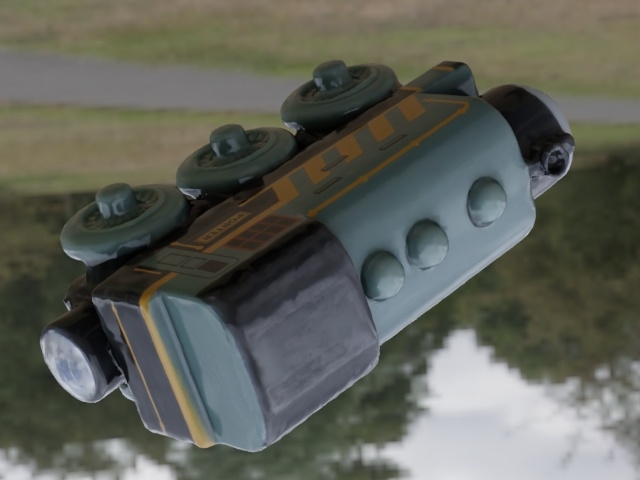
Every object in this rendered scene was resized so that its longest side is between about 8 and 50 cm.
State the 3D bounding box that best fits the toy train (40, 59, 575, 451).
[{"bbox_3d":[0.000,0.000,1.123,0.334,0.142,0.190,-33,-153,-33],"label":"toy train"}]
